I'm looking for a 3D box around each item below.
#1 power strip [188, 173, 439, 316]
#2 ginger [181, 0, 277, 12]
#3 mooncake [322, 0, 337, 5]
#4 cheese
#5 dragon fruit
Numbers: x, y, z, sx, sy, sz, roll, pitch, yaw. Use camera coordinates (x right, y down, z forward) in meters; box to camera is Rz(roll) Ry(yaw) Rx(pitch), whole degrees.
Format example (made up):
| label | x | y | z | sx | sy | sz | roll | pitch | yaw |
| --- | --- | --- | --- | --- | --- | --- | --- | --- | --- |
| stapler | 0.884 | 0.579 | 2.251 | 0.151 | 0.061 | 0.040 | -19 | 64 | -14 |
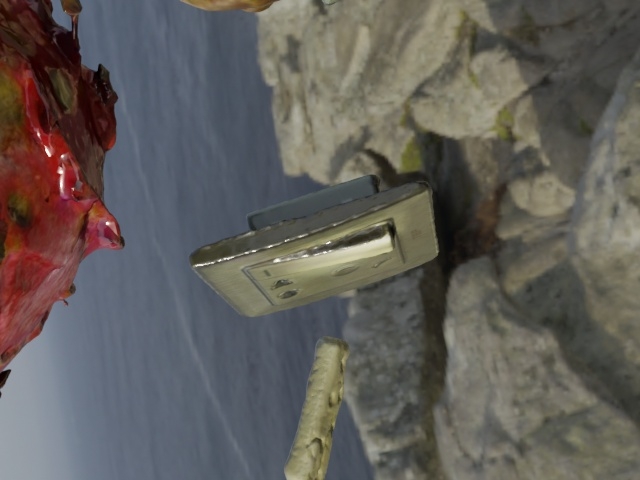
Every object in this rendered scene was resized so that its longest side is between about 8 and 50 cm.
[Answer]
| label | x | y | z | sx | sy | sz | roll | pitch | yaw |
| --- | --- | --- | --- | --- | --- | --- | --- | --- | --- |
| power strip | -0.001 | -0.002 | 1.116 | 0.251 | 0.257 | 0.092 | 62 | -168 | -77 |
| ginger | 0.032 | -0.245 | 0.455 | 0.152 | 0.274 | 0.357 | 41 | 165 | -17 |
| mooncake | 0.001 | -0.422 | 1.268 | 0.254 | 0.250 | 0.136 | 35 | 150 | 18 |
| cheese | -0.001 | 0.217 | 1.262 | 0.065 | 0.043 | 0.194 | 37 | -117 | -58 |
| dragon fruit | -0.302 | -0.076 | 0.805 | 0.371 | 0.249 | 0.386 | 0 | 120 | 41 |
